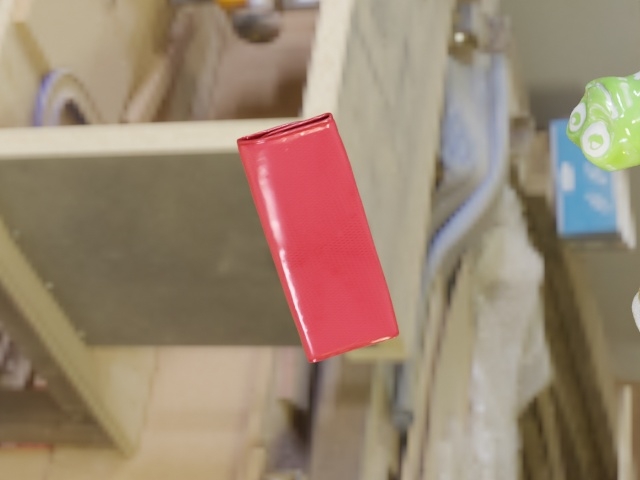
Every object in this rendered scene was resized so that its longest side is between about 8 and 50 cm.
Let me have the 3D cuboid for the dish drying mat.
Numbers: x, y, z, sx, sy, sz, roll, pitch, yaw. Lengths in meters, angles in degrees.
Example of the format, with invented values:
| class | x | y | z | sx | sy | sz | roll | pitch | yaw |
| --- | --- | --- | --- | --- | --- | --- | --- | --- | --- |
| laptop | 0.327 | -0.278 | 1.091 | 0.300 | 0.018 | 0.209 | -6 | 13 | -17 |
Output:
| class | x | y | z | sx | sy | sz | roll | pitch | yaw |
| --- | --- | --- | --- | --- | --- | --- | --- | --- | --- |
| dish drying mat | 0.000 | 0.000 | 0.541 | 0.008 | 0.032 | 0.083 | -107 | 179 | -59 |

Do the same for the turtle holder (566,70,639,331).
| class | x | y | z | sx | sy | sz | roll | pitch | yaw |
| --- | --- | --- | --- | --- | --- | --- | --- | --- | --- |
| turtle holder | 0.341 | 0.010 | 1.293 | 0.320 | 0.227 | 0.243 | 38 | 24 | -25 |
